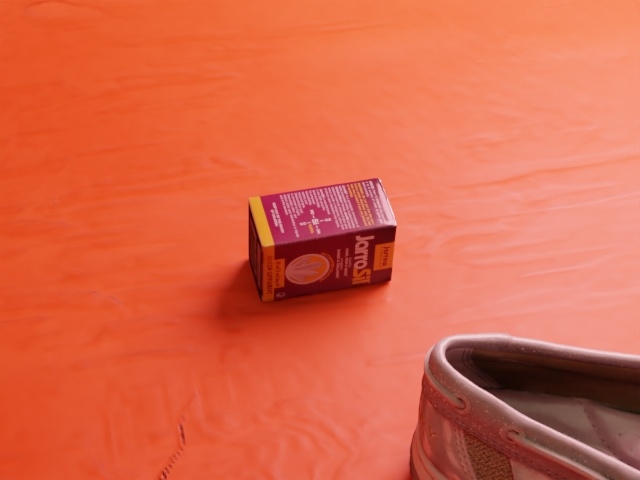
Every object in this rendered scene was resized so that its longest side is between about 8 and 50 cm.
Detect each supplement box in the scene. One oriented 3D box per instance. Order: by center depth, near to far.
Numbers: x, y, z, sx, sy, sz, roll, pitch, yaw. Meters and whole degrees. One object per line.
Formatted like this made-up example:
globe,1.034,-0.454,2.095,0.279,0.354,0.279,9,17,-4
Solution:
supplement box,0.000,0.000,0.960,0.083,0.055,0.043,-10,49,-10

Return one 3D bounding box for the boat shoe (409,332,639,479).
boat shoe,0.207,0.113,0.825,0.320,0.103,0.118,10,47,8
